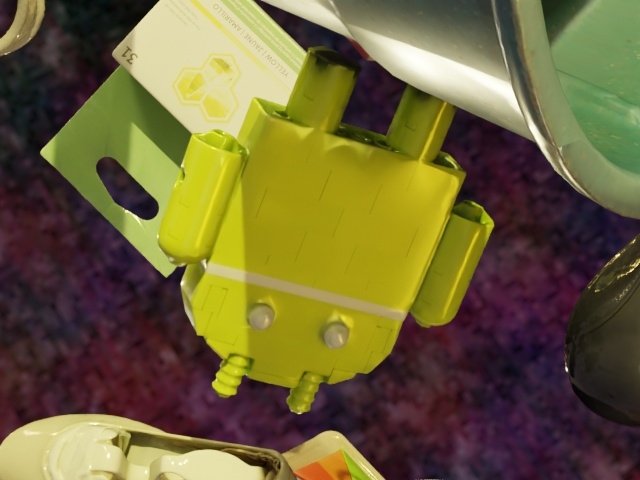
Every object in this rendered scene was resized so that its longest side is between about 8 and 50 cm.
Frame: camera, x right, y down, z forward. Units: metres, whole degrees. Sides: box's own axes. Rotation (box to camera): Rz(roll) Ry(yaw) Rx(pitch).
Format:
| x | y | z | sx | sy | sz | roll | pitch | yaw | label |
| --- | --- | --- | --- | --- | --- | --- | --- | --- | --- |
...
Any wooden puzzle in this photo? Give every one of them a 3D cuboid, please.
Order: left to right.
| x | y | z | sx | sy | sz | roll | pitch | yaw | label |
| --- | --- | --- | --- | --- | --- | --- | --- | --- | --- |
| 0.039 | 0.305 | 2.060 | 0.221 | 0.238 | 0.044 | 46 | 112 | 11 | wooden puzzle |

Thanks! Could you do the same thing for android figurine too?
| x | y | z | sx | sy | sz | roll | pitch | yaw | label |
| --- | --- | --- | --- | --- | --- | --- | --- | --- | --- |
| 0.000 | 0.000 | 1.410 | 0.273 | 0.248 | 0.056 | -67 | 25 | 14 | android figurine |

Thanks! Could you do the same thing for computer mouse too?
| x | y | z | sx | sy | sz | roll | pitch | yaw | label |
| --- | --- | --- | --- | --- | --- | --- | --- | --- | --- |
| 0.253 | 0.011 | 1.187 | 0.188 | 0.272 | 0.072 | 29 | -165 | -14 | computer mouse |

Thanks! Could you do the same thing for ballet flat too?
| x | y | z | sx | sy | sz | roll | pitch | yaw | label |
| --- | --- | --- | --- | --- | --- | --- | --- | --- | --- |
| -0.139 | 0.179 | 1.510 | 0.086 | 0.248 | 0.086 | 7 | -90 | -87 | ballet flat |

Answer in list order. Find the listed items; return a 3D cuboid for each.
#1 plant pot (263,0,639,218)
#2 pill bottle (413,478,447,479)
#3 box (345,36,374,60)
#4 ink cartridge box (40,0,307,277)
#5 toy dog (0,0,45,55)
| x | y | z | sx | sy | sz | roll | pitch | yaw | label |
| --- | --- | --- | --- | --- | --- | --- | --- | --- | --- |
| 0.008 | -0.218 | 0.628 | 0.334 | 0.341 | 0.341 | 20 | 140 | 29 | plant pot |
| 0.070 | 0.411 | 1.558 | 0.224 | 0.224 | 0.392 | 42 | 121 | 37 | pill bottle |
| 0.060 | -0.223 | 1.097 | 0.127 | 0.148 | 0.232 | 50 | 166 | 5 | box |
| -0.120 | -0.107 | 1.691 | 0.171 | 0.235 | 0.056 | 44 | -175 | 6 | ink cartridge box |
| -0.353 | -0.146 | 1.536 | 0.161 | 0.220 | 0.334 | -97 | 24 | -52 | toy dog |
